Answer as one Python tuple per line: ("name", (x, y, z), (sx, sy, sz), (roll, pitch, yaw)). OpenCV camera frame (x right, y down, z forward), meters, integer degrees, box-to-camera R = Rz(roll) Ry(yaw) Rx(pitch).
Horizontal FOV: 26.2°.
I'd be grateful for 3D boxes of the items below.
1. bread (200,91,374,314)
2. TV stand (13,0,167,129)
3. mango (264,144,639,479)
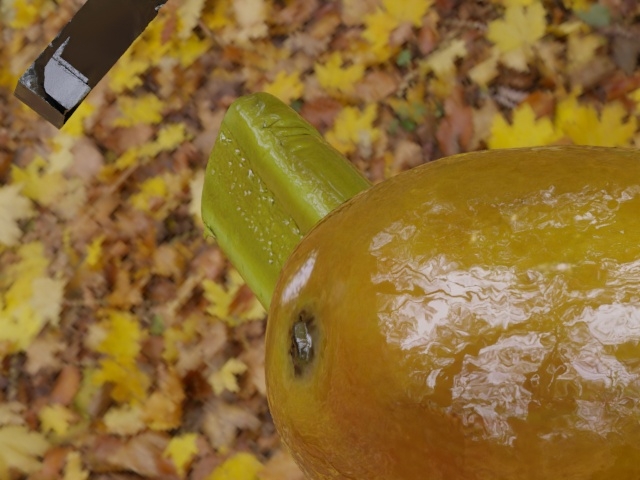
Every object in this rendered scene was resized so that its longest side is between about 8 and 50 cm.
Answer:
("bread", (0.000, 0.000, 1.276), (0.383, 0.112, 0.166), (49, 125, 52))
("TV stand", (-0.148, -0.202, 1.112), (0.256, 0.049, 0.040), (-53, 8, -19))
("mango", (0.103, 0.037, 0.468), (0.255, 0.175, 0.139), (-5, 80, 17))
